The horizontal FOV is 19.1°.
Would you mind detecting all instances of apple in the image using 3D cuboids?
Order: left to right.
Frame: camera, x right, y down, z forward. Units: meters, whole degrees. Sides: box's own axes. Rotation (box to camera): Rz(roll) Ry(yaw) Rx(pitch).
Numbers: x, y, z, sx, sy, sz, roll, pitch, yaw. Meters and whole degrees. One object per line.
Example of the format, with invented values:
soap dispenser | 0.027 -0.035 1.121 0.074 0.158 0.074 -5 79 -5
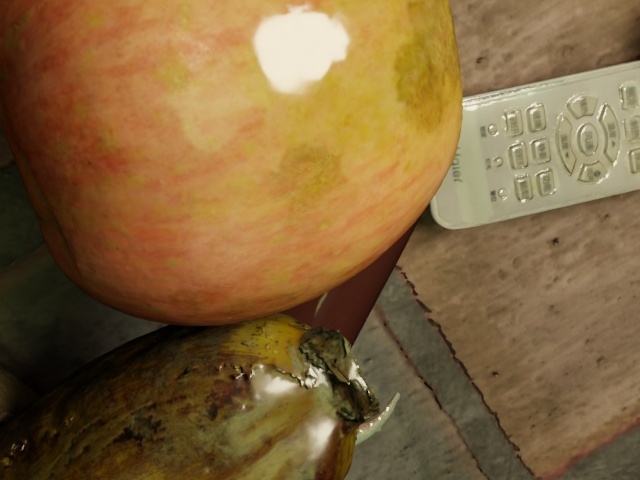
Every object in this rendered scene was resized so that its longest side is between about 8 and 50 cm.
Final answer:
apple | -0.074 -0.126 1.351 0.364 0.364 0.364 -5 111 -13

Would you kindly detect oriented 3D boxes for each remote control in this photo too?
remote control | 0.232 -0.093 1.619 0.313 0.055 0.109 -13 104 -15

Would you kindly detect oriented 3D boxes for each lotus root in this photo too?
lotus root | -0.122 0.177 1.455 0.397 0.179 0.196 -30 122 24

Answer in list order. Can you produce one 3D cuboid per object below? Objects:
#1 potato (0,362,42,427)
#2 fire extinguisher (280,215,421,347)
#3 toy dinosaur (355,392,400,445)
potato | -0.290 0.139 1.542 0.089 0.100 0.172 -41 118 8
fire extinguisher | 0.000 0.000 1.559 0.114 0.135 0.337 4 117 -60
toy dinosaur | -0.026 0.219 1.661 0.167 0.053 0.242 24 110 -20
